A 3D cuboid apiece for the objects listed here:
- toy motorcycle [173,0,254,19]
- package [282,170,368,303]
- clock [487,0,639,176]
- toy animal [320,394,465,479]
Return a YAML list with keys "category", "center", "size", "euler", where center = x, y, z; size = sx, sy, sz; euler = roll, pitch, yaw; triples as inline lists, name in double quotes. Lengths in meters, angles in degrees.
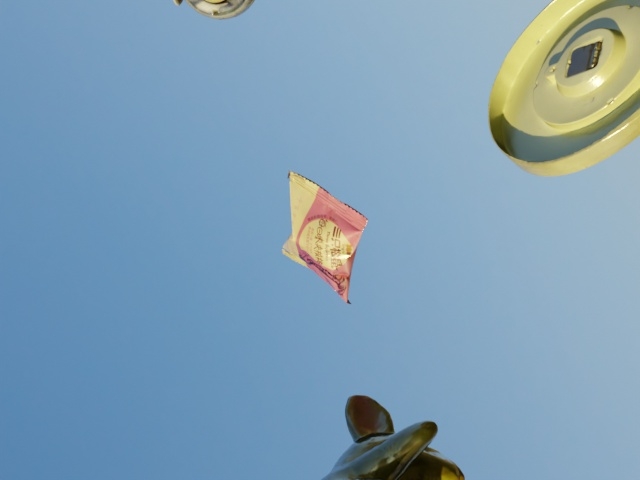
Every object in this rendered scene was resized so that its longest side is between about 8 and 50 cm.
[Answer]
- category: "toy motorcycle"
  center: [-0.136, -0.261, 0.843]
  size: [0.073, 0.152, 0.225]
  euler: [-59, -43, -57]
- category: "package"
  center: [0.000, 0.000, 0.693]
  size: [0.059, 0.083, 0.029]
  euler: [36, -122, 21]
- category: "clock"
  center: [0.253, -0.165, 1.083]
  size: [0.029, 0.235, 0.235]
  euler: [35, -147, -28]
- category: "toy animal"
  center: [0.080, 0.266, 1.182]
  size: [0.363, 0.180, 0.181]
  euler: [-43, -63, -61]
